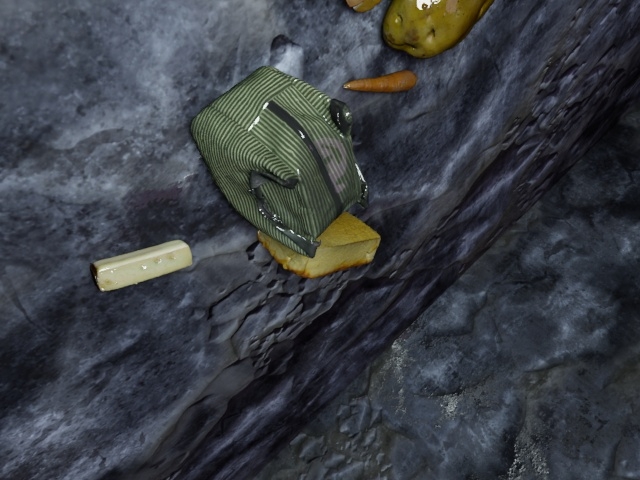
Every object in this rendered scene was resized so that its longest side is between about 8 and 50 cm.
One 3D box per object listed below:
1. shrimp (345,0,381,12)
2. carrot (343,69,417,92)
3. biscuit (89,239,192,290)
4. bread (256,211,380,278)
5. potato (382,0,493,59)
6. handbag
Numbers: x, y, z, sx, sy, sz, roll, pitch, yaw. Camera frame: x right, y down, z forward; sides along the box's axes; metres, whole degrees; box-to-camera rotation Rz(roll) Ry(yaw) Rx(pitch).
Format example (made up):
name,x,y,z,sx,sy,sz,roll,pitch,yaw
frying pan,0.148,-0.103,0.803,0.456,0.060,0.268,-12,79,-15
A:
name,x,y,z,sx,sy,sz,roll,pitch,yaw
shrimp,0.124,-0.517,0.750,0.249,0.068,0.150,-42,159,-13
carrot,0.141,-0.366,0.965,0.216,0.048,0.048,-18,138,-29
biscuit,-0.355,0.046,0.834,0.188,0.052,0.056,-18,122,-37
bread,0.000,0.000,1.066,0.275,0.185,0.114,-7,127,-46
potato,0.289,-0.519,0.865,0.369,0.176,0.195,-42,125,-14
handbag,-0.056,-0.138,0.806,0.247,0.240,0.340,-42,146,-16
